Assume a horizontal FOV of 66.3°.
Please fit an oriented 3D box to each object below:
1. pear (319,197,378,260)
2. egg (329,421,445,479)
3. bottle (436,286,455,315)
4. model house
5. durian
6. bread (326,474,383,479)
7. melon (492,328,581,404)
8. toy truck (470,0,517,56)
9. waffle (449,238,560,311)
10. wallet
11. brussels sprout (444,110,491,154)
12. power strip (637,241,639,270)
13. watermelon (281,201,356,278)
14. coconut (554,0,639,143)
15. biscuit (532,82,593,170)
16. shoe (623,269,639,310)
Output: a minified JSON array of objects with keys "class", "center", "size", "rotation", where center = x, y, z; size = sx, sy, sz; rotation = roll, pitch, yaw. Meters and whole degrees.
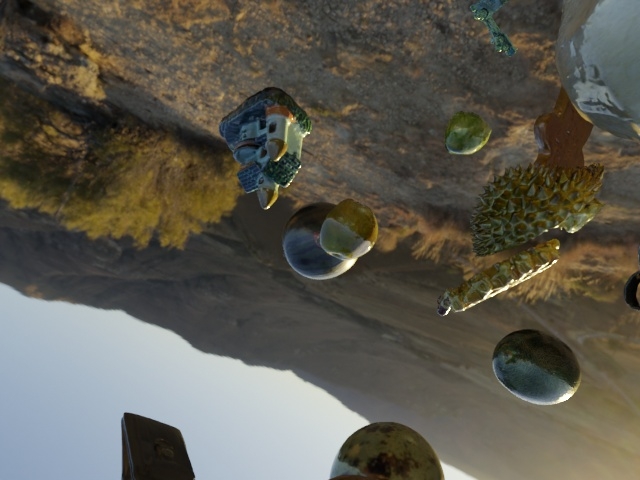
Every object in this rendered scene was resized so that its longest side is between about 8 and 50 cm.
[{"class":"pear","center":[0.071,-0.017,1.090],"size":[0.104,0.141,0.141],"rotation":[32,172,21]},{"class":"egg","center":[0.195,0.748,1.465],"size":[0.344,0.345,0.428],"rotation":[19,124,29]},{"class":"bottle","center":[0.428,0.211,1.655],"size":[0.063,0.101,0.047],"rotation":[36,-152,27]},{"class":"model house","center":[-0.157,-0.230,1.360],"size":[0.253,0.292,0.184],"rotation":[-17,153,32]},{"class":"durian","center":[0.434,-0.063,0.977],"size":[0.166,0.306,0.172],"rotation":[44,-164,-41]},{"class":"bread","center":[0.069,0.655,1.020],"size":[0.250,0.279,0.225],"rotation":[-9,127,25]},{"class":"melon","center":[0.341,0.199,0.779],"size":[0.167,0.114,0.114],"rotation":[25,171,-28]},{"class":"toy truck","center":[0.489,-0.591,1.336],"size":[0.175,0.081,0.067],"rotation":[47,-164,-16]},{"class":"waffle","center":[0.387,0.075,1.033],"size":[0.056,0.253,0.249],"rotation":[62,-159,16]},{"class":"wallet","center":[-0.371,0.482,1.115],"size":[0.168,0.052,0.245],"rotation":[28,-175,-29]},{"class":"brussels sprout","center":[0.485,-0.345,1.648],"size":[0.149,0.122,0.151],"rotation":[14,160,33]},{"class":"power strip","center":[0.539,0.012,0.748],"size":[0.064,0.198,0.213],"rotation":[34,156,57]},{"class":"watermelon","center":[0.000,0.000,1.294],"size":[0.212,0.212,0.212],"rotation":[24,169,5]},{"class":"coconut","center":[0.533,-0.321,0.628],"size":[0.344,0.416,0.415],"rotation":[26,170,-26]},{"class":"biscuit","center":[0.660,-0.278,1.358],"size":[0.283,0.432,0.064],"rotation":[30,172,-39]},{"class":"shoe","center":[0.761,0.112,1.140],"size":[0.093,0.108,0.241],"rotation":[-1,169,22]}]
